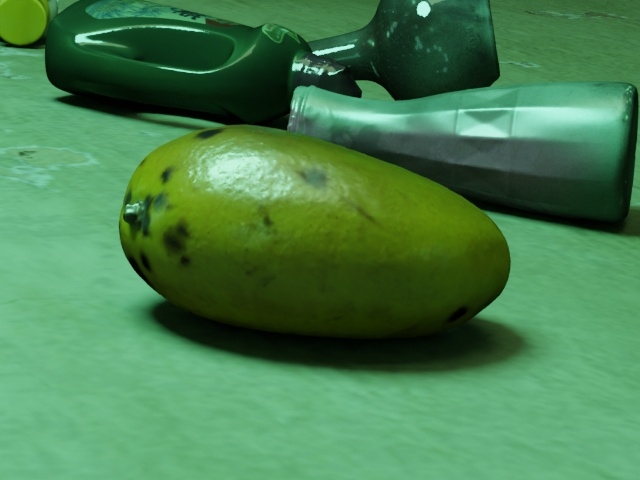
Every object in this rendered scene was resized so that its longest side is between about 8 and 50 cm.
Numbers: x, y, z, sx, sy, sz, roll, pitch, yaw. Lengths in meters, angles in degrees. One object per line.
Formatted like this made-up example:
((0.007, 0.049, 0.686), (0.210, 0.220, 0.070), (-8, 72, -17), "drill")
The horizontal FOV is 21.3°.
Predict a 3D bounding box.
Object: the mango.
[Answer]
((-0.001, 0.000, 0.761), (0.178, 0.090, 0.115), (14, 7, -1), "mango")

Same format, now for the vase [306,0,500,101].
((0.046, -0.147, 1.331), (0.183, 0.120, 0.120), (-9, 13, 6), "vase")

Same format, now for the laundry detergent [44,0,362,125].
((-0.080, -0.125, 1.238), (0.221, 0.078, 0.144), (15, 18, 23), "laundry detergent")

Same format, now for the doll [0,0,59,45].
((-0.267, -0.221, 1.511), (0.073, 0.084, 0.127), (4, 22, -14), "doll")

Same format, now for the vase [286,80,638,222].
((0.087, -0.062, 1.061), (0.214, 0.086, 0.086), (5, 14, 13), "vase")
